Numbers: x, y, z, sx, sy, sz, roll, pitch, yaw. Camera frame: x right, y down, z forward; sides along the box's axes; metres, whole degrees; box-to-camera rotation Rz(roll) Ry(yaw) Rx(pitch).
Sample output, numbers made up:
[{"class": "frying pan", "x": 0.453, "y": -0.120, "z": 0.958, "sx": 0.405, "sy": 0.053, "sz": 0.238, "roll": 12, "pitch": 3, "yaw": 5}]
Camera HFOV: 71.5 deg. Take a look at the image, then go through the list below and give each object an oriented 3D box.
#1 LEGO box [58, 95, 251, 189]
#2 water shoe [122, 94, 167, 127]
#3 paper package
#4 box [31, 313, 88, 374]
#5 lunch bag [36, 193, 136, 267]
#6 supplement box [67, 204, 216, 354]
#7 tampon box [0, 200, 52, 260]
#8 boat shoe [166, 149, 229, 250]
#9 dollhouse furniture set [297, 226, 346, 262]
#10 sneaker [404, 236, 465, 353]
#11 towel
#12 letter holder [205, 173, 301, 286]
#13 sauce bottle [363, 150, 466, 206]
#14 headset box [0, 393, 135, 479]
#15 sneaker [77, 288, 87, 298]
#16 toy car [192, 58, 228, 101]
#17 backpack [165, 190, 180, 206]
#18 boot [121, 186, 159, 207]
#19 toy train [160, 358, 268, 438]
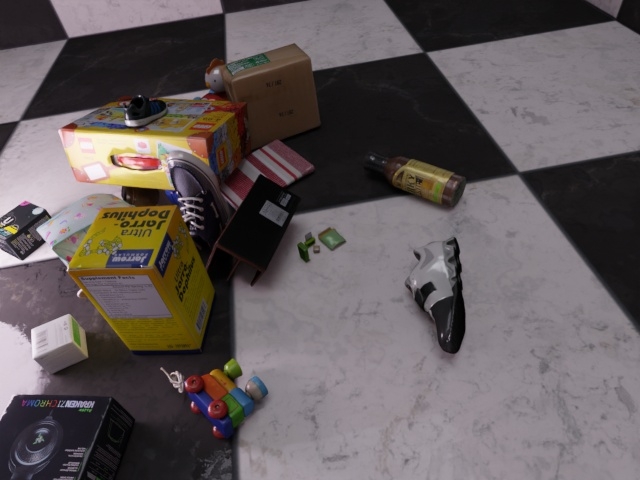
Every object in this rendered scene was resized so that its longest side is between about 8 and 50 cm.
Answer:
[{"class": "LEGO box", "x": -0.539, "y": -0.344, "z": 1.538, "sx": 0.499, "sy": 0.193, "sz": 0.373, "roll": 6, "pitch": 34, "yaw": 10}, {"class": "water shoe", "x": -0.551, "y": -0.427, "z": 1.415, "sx": 0.072, "sy": 0.080, "sz": 0.203, "roll": 5, "pitch": 35, "yaw": 9}, {"class": "paper package", "x": -0.187, "y": -0.560, "z": 1.736, "sx": 0.324, "sy": 0.310, "sz": 0.168, "roll": -23, "pitch": 45, "yaw": -13}, {"class": "box", "x": -0.683, "y": 0.271, "z": 1.166, "sx": 0.101, "sy": 0.087, "sz": 0.101, "roll": -23, "pitch": 48, "yaw": -15}, {"class": "lunch bag", "x": -0.704, "y": -0.037, "z": 1.389, "sx": 0.262, "sy": 0.160, "sz": 0.223, "roll": -41, "pitch": 40, "yaw": -25}, {"class": "supplement box", "x": -0.412, "y": 0.108, "z": 1.100, "sx": 0.193, "sy": 0.357, "sz": 0.195, "roll": -2, "pitch": 47, "yaw": 5}, {"class": "tampon box", "x": -0.995, "y": -0.036, "z": 1.490, "sx": 0.120, "sy": 0.102, "sz": 0.161, "roll": 19, "pitch": 51, "yaw": 23}, {"class": "boat shoe", "x": -0.368, "y": -0.101, "z": 1.319, "sx": 0.127, "sy": 0.341, "sz": 0.158, "roll": 2, "pitch": 60, "yaw": 15}, {"class": "dollhouse furniture set", "x": 0.000, "y": 0.000, "z": 1.353, "sx": 0.151, "sy": 0.059, "sz": 0.076, "roll": -32, "pitch": 51, "yaw": -21}, {"class": "sneaker", "x": 0.294, "y": 0.144, "z": 1.155, "sx": 0.146, "sy": 0.123, "sz": 0.331, "roll": -10, "pitch": 44, "yaw": 23}, {"class": "towel", "x": -0.217, "y": -0.238, "z": 1.627, "sx": 0.328, "sy": 0.037, "sz": 0.237, "roll": -34, "pitch": 54, "yaw": -21}, {"class": "letter holder", "x": -0.209, "y": -0.009, "z": 1.348, "sx": 0.151, "sy": 0.214, "sz": 0.302, "roll": 30, "pitch": 49, "yaw": -8}, {"class": "sauce bottle", "x": 0.304, "y": -0.215, "z": 1.485, "sx": 0.344, "sy": 0.112, "sz": 0.111, "roll": 25, "pitch": 54, "yaw": 30}, {"class": "headset box", "x": -0.568, "y": 0.482, "z": 0.921, "sx": 0.246, "sy": 0.131, "sz": 0.283, "roll": -1, "pitch": 47, "yaw": 8}, {"class": "sneaker", "x": -0.688, "y": 0.122, "z": 1.340, "sx": 0.067, "sy": 0.042, "sz": 0.118, "roll": 28, "pitch": 48, "yaw": 24}, {"class": "toy car", "x": -0.448, "y": -0.656, "z": 1.913, "sx": 0.219, "sy": 0.238, "sz": 0.210, "roll": 27, "pitch": 55, "yaw": 29}, {"class": "backpack", "x": -0.478, "y": -0.171, "z": 1.552, "sx": 0.120, "sy": 0.098, "sz": 0.101, "roll": -3, "pitch": 46, "yaw": 2}, {"class": "boot", "x": -0.658, "y": -0.189, "z": 1.618, "sx": 0.115, "sy": 0.112, "sz": 0.305, "roll": 6, "pitch": 33, "yaw": -30}, {"class": "toy train", "x": -0.250, "y": 0.330, "z": 1.052, "sx": 0.248, "sy": 0.105, "sz": 0.143, "roll": 32, "pitch": 48, "yaw": 32}]
